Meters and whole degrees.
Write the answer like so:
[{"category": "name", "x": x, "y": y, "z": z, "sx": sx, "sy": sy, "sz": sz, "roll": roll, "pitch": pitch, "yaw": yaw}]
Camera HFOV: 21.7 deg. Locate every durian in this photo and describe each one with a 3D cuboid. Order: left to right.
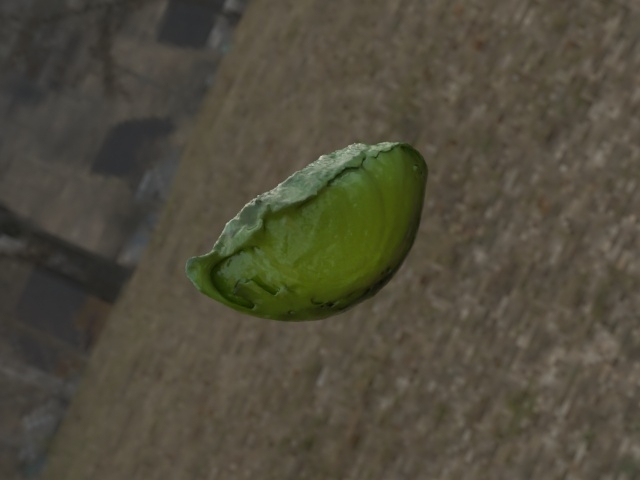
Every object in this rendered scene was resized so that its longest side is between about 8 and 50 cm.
[{"category": "durian", "x": 0.000, "y": 0.000, "z": 1.556, "sx": 0.250, "sy": 0.139, "sz": 0.101, "roll": -37, "pitch": 6, "yaw": -16}]
